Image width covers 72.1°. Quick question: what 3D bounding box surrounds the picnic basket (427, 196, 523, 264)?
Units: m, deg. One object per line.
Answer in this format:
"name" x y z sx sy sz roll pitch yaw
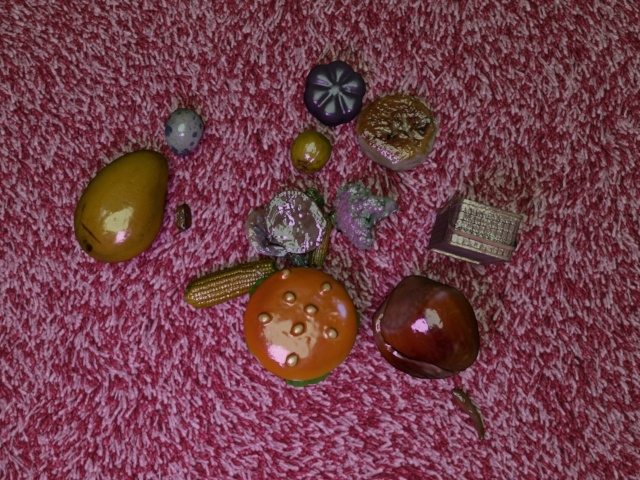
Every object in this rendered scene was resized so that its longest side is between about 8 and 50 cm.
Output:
"picnic basket" 0.525 -0.030 1.517 0.228 0.313 0.175 17 86 3

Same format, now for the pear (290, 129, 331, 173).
"pear" -0.036 -0.330 1.636 0.149 0.149 0.162 28 80 3

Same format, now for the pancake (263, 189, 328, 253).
"pancake" -0.090 -0.065 1.575 0.236 0.042 0.222 22 96 5

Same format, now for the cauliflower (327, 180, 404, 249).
"cauliflower" 0.177 -0.110 1.604 0.315 0.239 0.256 -15 44 -19

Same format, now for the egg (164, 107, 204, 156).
"egg" -0.513 -0.406 1.651 0.141 0.141 0.181 16 93 2

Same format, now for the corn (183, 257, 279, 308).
"corn" -0.322 0.157 1.604 0.363 0.120 0.120 -16 84 -4

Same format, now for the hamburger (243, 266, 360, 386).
"hamburger" -0.059 0.287 1.471 0.396 0.277 0.395 2 73 -6

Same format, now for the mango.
"mango" -0.698 -0.133 1.588 0.301 0.220 0.445 27 82 5

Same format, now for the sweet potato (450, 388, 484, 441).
"sweet potato" 0.542 0.623 1.585 0.050 0.050 0.214 -33 88 -3

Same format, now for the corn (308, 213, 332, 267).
"corn" 0.000 0.000 1.640 0.068 0.068 0.207 11 83 2

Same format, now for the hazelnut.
"hazelnut" 0.359 0.298 1.486 0.315 0.372 0.372 -32 83 -42

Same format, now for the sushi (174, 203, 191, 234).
"sushi" -0.523 -0.082 1.661 0.055 0.052 0.120 -8 87 18

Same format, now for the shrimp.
"shrimp" -0.161 0.015 1.621 0.164 0.062 0.317 -36 83 -25

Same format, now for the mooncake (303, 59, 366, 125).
"mooncake" 0.051 -0.561 1.671 0.245 0.133 0.245 0 91 -3

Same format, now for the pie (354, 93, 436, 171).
"pie" 0.292 -0.418 1.672 0.315 0.092 0.315 0 83 1

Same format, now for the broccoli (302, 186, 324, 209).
"broccoli" -0.050 -0.136 1.638 0.130 0.131 0.120 -35 46 9
